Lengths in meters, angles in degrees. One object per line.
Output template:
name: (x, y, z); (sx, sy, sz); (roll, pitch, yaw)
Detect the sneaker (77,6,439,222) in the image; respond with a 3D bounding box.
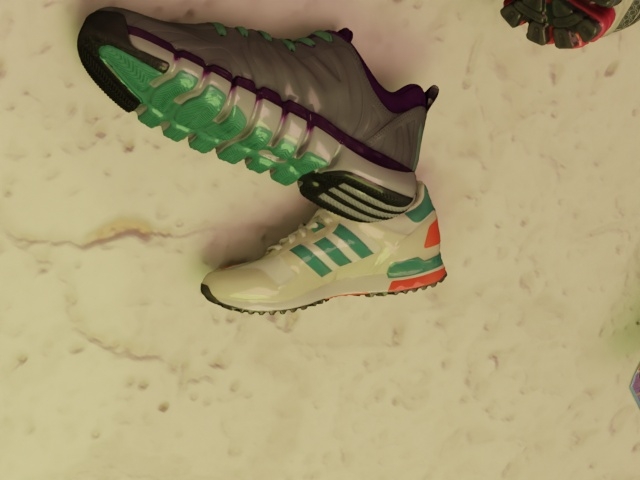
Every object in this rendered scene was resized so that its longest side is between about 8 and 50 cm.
sneaker: (-0.034, -0.096, 1.079); (0.224, 0.083, 0.098); (28, 67, -23)

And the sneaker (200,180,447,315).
sneaker: (0.000, 0.000, 1.142); (0.161, 0.057, 0.075); (-7, 99, -19)

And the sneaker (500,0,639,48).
sneaker: (0.159, -0.266, 1.057); (0.112, 0.121, 0.299); (-23, 124, -46)

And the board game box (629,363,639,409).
board game box: (0.304, 0.115, 1.330); (0.133, 0.033, 0.168); (-33, 122, -6)
